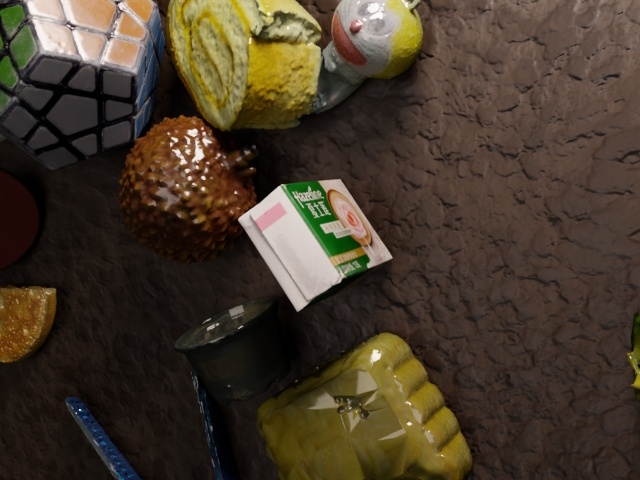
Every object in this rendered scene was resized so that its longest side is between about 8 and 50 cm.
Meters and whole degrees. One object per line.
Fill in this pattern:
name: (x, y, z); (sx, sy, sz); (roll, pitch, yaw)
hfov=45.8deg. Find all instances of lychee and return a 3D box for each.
lychee: (-0.175, -0.069, 1.033); (0.238, 0.200, 0.200); (-24, 85, 36)

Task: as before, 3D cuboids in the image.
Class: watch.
watch: (-0.258, 0.347, 1.173); (0.276, 0.068, 0.274); (-18, 88, 24)

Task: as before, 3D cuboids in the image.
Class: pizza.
pizza: (-0.499, 0.122, 1.265); (0.175, 0.046, 0.134); (-41, 80, 21)

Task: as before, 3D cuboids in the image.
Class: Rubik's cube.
Rubik's cube: (-0.366, -0.256, 1.053); (0.264, 0.319, 0.318); (11, 101, -5)

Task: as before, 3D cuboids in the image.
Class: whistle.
whistle: (0.042, -0.239, 0.968); (0.223, 0.123, 0.122); (-37, 80, 37)

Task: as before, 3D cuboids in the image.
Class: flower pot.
flower pot: (-0.112, 0.157, 1.056); (0.157, 0.157, 0.106); (-19, 101, 24)

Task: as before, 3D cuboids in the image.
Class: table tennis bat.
table tennis bat: (-0.598, -0.029, 1.178); (0.038, 0.310, 0.200); (44, 130, 54)

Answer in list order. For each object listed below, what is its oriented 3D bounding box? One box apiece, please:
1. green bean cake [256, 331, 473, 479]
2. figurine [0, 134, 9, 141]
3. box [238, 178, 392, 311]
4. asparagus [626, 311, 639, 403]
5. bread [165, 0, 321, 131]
green bean cake: (0.052, 0.268, 1.001); (0.236, 0.124, 0.233); (-33, 82, 22)
figurine: (-0.500, -0.212, 1.227); (0.143, 0.068, 0.101); (-15, 96, 7)
box: (0.000, 0.000, 0.956); (0.081, 0.199, 0.135); (-36, 83, 19)
asparagus: (0.453, 0.254, 0.840); (0.128, 0.108, 0.382); (-45, 76, 22)
bread: (-0.103, -0.264, 0.998); (0.186, 0.124, 0.257); (-53, 57, 34)
